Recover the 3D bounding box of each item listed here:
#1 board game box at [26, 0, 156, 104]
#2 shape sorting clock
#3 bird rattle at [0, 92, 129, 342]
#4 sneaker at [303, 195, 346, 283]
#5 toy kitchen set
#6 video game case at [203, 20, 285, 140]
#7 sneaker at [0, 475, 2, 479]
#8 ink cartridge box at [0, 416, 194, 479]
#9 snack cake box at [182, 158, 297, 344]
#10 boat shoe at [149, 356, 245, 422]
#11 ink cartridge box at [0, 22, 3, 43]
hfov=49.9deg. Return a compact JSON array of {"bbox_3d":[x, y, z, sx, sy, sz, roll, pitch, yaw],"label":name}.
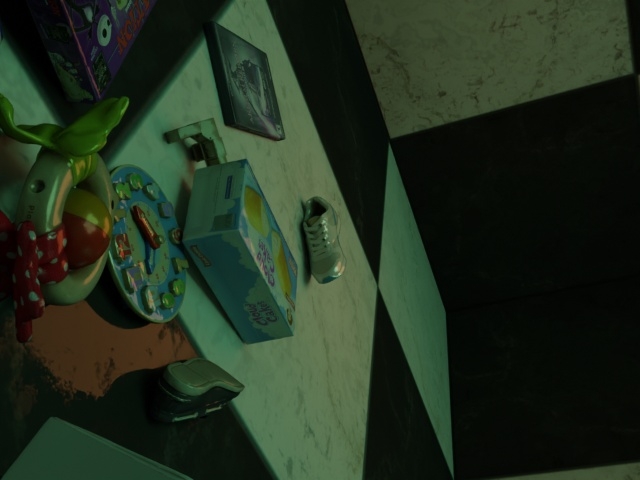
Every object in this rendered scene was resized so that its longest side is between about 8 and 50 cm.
[{"bbox_3d":[-0.246,-0.357,0.821,0.208,0.056,0.347,96,6,-56],"label":"board game box"},{"bbox_3d":[-0.219,0.003,0.875,0.206,0.040,0.206,-13,90,-73],"label":"shape sorting clock"},{"bbox_3d":[-0.247,-0.018,0.668,0.207,0.143,0.254,80,7,-65],"label":"bird rattle"},{"bbox_3d":[0.000,0.000,1.540,0.092,0.087,0.229,53,21,-40],"label":"sneaker"},{"bbox_3d":[-0.198,-0.136,1.060,0.075,0.068,0.083,-29,108,-44],"label":"toy kitchen set"},{"bbox_3d":[-0.145,-0.310,1.383,0.274,0.026,0.196,-7,84,-74],"label":"video game case"},{"bbox_3d":[-0.244,0.218,0.551,0.085,0.058,0.152,56,23,14],"label":"sneaker"},{"bbox_3d":[-0.148,0.298,0.440,0.270,0.197,0.198,-56,138,-30],"label":"ink cartridge box"},{"bbox_3d":[-0.116,0.024,1.075,0.264,0.089,0.152,68,16,-46],"label":"snack cake box"},{"bbox_3d":[-0.164,0.201,0.910,0.065,0.075,0.206,-58,164,-1],"label":"boat shoe"},{"bbox_3d":[-0.307,-0.095,0.477,0.176,0.069,0.371,111,-15,-52],"label":"ink cartridge box"}]
